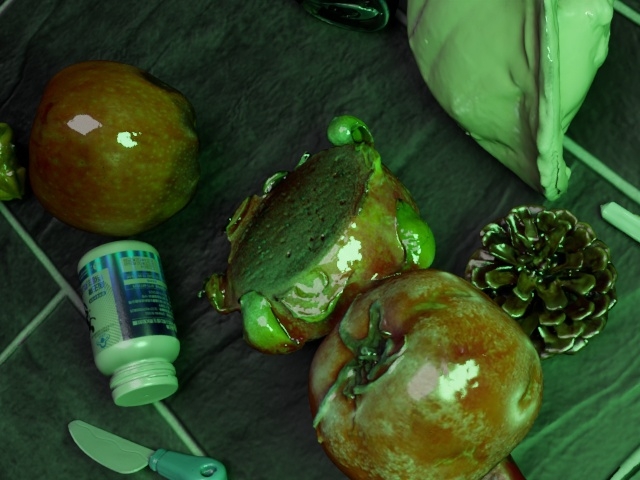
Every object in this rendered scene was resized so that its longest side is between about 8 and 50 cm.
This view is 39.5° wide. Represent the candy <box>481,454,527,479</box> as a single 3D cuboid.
[{"bbox_3d":[0.165,0.243,0.958,0.086,0.059,0.292,-32,66,5],"label":"candy"}]

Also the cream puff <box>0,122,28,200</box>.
[{"bbox_3d":[-0.481,-0.120,1.266,0.116,0.146,0.146,13,78,22],"label":"cream puff"}]

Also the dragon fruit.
[{"bbox_3d":[0.000,0.000,1.026,0.268,0.130,0.295,12,67,56],"label":"dragon fruit"}]

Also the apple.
[{"bbox_3d":[-0.259,-0.115,1.149,0.230,0.230,0.230,-6,71,18],"label":"apple"}]

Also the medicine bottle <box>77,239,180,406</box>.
[{"bbox_3d":[-0.238,0.104,1.121,0.107,0.107,0.191,-22,67,12],"label":"medicine bottle"}]

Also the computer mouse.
[{"bbox_3d":[-0.001,-0.355,1.164,0.096,0.137,0.233,-46,65,-2],"label":"computer mouse"}]

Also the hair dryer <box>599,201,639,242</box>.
[{"bbox_3d":[0.366,-0.009,0.976,0.137,0.047,0.082,39,88,33],"label":"hair dryer"}]

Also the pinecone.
[{"bbox_3d":[0.229,0.035,0.941,0.163,0.165,0.163,-8,64,16],"label":"pinecone"}]

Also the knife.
[{"bbox_3d":[-0.225,0.267,1.097,0.244,0.032,0.058,10,36,24],"label":"knife"}]

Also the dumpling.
[{"bbox_3d":[0.204,-0.243,0.957,0.233,0.315,0.395,-6,79,10],"label":"dumpling"}]

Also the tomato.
[{"bbox_3d":[0.101,0.144,0.874,0.232,0.188,0.232,-35,33,27],"label":"tomato"}]
